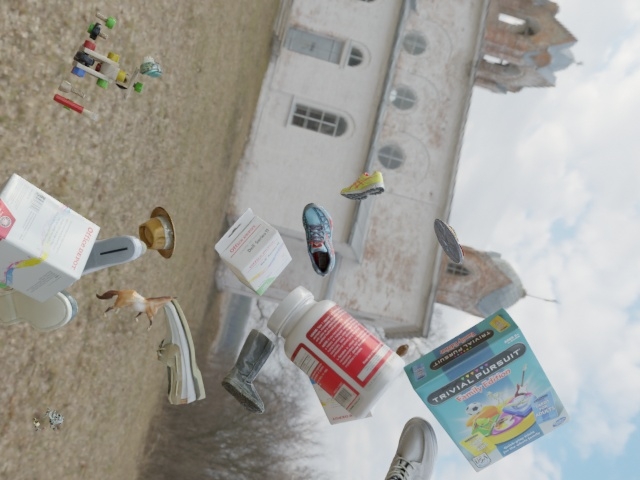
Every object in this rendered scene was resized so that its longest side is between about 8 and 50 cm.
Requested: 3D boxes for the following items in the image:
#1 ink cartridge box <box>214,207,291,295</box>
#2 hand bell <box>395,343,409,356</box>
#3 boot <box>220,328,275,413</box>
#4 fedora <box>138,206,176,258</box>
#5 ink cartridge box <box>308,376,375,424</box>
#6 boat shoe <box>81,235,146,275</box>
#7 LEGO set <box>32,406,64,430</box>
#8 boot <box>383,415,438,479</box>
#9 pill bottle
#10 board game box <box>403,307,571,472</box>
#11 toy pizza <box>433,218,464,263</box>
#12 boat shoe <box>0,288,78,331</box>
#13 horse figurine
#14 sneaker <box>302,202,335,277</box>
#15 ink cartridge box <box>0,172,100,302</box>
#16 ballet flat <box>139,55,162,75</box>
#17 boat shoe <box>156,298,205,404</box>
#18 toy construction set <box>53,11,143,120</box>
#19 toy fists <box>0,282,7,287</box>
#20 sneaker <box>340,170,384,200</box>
[{"bbox_3d":[-0.244,0.050,2.086,0.207,0.119,0.353,-50,158,-13],"label":"ink cartridge box"},{"bbox_3d":[0.295,0.453,2.171,0.242,0.126,0.126,115,-11,-56],"label":"hand bell"},{"bbox_3d":[-0.204,0.414,1.763,0.076,0.189,0.208,-17,-151,37],"label":"boot"},{"bbox_3d":[-0.561,-0.023,1.887,0.194,0.079,0.194,13,-72,48],"label":"fedora"},{"bbox_3d":[0.087,0.515,2.025,0.232,0.171,0.168,68,21,-14],"label":"ink cartridge box"},{"bbox_3d":[-0.636,0.047,1.554,0.094,0.303,0.109,49,35,-82],"label":"boat shoe"},{"bbox_3d":[-0.622,0.414,1.285,0.023,0.054,0.083,-30,-176,16],"label":"LEGO set"},{"bbox_3d":[0.187,0.517,1.216,0.123,0.095,0.258,32,66,-58],"label":"boot"},{"bbox_3d":[0.039,0.335,1.727,0.229,0.408,0.229,-47,166,-15],"label":"pill bottle"},{"bbox_3d":[0.378,0.345,1.245,0.254,0.336,0.079,-33,-152,7],"label":"board game box"},{"bbox_3d":[0.509,-0.001,2.188,0.201,0.032,0.201,62,-5,9],"label":"toy pizza"},{"bbox_3d":[-0.658,0.148,1.321,0.099,0.320,0.116,-17,98,-54],"label":"boat shoe"},{"bbox_3d":[-0.682,0.238,2.036,0.174,0.263,0.066,-49,-150,28],"label":"horse figurine"},{"bbox_3d":[0.000,0.000,1.911,0.125,0.104,0.261,-79,156,-78],"label":"sneaker"},{"bbox_3d":[-0.509,0.001,0.972,0.127,0.176,0.128,-28,-141,30],"label":"ink cartridge box"},{"bbox_3d":[-0.587,-0.597,1.905,0.188,0.070,0.070,-130,-125,-76],"label":"ballet flat"},{"bbox_3d":[-0.414,0.322,1.588,0.113,0.103,0.302,171,-95,-71],"label":"boat shoe"},{"bbox_3d":[-0.719,-0.531,1.866,0.257,0.237,0.308,-15,-126,54],"label":"toy construction set"},{"bbox_3d":[-0.915,0.086,1.672,0.142,0.096,0.279,-39,159,9],"label":"toy fists"},{"bbox_3d":[0.168,-0.219,2.207,0.209,0.081,0.094,-11,-110,38],"label":"sneaker"}]
